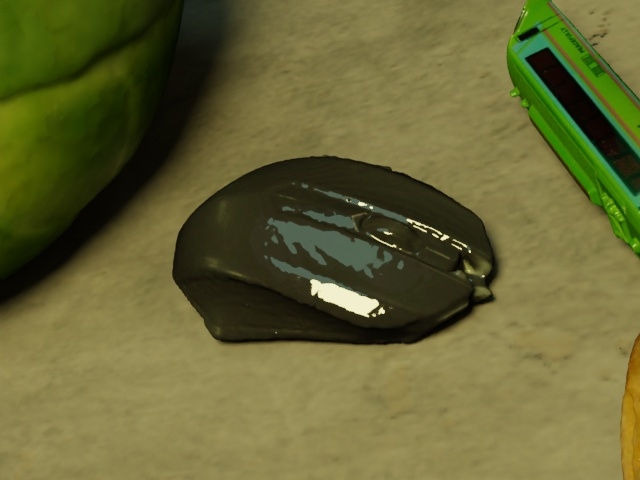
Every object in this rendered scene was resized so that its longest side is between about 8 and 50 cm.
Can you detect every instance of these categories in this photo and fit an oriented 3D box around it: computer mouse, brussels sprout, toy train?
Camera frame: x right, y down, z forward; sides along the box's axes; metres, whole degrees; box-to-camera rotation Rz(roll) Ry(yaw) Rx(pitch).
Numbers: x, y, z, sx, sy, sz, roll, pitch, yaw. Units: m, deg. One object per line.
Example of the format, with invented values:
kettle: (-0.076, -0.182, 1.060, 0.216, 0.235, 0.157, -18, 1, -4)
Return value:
computer mouse: (0.000, 0.000, 0.751, 0.172, 0.057, 0.099, 7, 46, 30)
brussels sprout: (-0.249, -0.111, 0.839, 0.371, 0.275, 0.314, -15, 36, 13)
toy train: (0.128, -0.055, 0.758, 0.042, 0.044, 0.209, -26, 38, 0)

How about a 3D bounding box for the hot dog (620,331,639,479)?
hot dog: (0.200, 0.048, 0.561, 0.161, 0.099, 0.227, 4, 44, 31)
